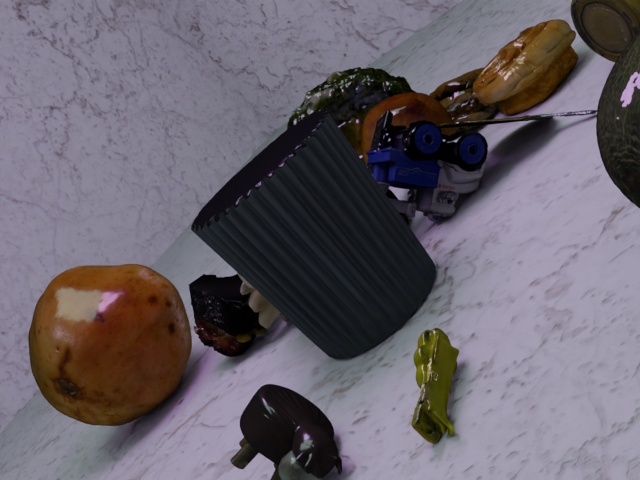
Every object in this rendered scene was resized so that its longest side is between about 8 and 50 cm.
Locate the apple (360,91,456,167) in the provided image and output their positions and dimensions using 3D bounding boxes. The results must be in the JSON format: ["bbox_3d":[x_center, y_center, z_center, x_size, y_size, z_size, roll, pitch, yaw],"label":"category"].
[{"bbox_3d":[0.186,-0.212,1.859,0.211,0.211,0.188,-36,6,22],"label":"apple"}]

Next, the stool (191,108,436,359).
[{"bbox_3d":[0.000,0.000,1.467,0.297,0.330,0.297,-38,15,12],"label":"stool"}]

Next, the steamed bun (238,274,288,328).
[{"bbox_3d":[-0.051,0.028,1.775,0.189,0.247,0.428,-19,13,38],"label":"steamed bun"}]

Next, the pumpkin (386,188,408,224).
[{"bbox_3d":[0.081,-0.044,1.735,0.111,0.163,0.278,-21,26,46],"label":"pumpkin"}]

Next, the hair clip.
[{"bbox_3d":[0.147,0.177,1.098,0.046,0.072,0.173,-31,27,27],"label":"hair clip"}]

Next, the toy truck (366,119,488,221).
[{"bbox_3d":[0.197,-0.127,1.633,0.161,0.213,0.177,-176,95,-70],"label":"toy truck"}]

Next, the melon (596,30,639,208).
[{"bbox_3d":[0.447,-0.158,0.956,0.301,0.237,0.237,-44,14,-11],"label":"melon"}]

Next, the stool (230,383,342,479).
[{"bbox_3d":[-0.044,0.282,1.194,0.121,0.125,0.217,-57,31,8],"label":"stool"}]

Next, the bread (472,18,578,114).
[{"bbox_3d":[0.439,-0.368,1.847,0.236,0.120,0.198,-47,14,-18],"label":"bread"}]

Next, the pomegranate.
[{"bbox_3d":[-0.466,0.224,2.003,0.410,0.410,0.410,-38,14,12],"label":"pomegranate"}]

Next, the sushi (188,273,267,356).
[{"bbox_3d":[-0.191,0.163,1.855,0.172,0.151,0.153,2,21,26],"label":"sushi"}]

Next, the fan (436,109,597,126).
[{"bbox_3d":[0.362,-0.228,1.637,0.335,0.011,0.229,1,9,44],"label":"fan"}]

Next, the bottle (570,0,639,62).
[{"bbox_3d":[0.640,-0.498,1.610,0.351,0.171,0.171,-43,14,-12],"label":"bottle"}]

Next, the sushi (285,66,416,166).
[{"bbox_3d":[0.085,-0.265,2.130,0.352,0.294,0.178,-35,19,17],"label":"sushi"}]

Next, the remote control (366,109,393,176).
[{"bbox_3d":[0.104,-0.141,1.702,0.063,0.025,0.245,129,157,-67],"label":"remote control"}]

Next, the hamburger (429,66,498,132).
[{"bbox_3d":[0.338,-0.334,2.008,0.183,0.130,0.206,-18,25,53],"label":"hamburger"}]
